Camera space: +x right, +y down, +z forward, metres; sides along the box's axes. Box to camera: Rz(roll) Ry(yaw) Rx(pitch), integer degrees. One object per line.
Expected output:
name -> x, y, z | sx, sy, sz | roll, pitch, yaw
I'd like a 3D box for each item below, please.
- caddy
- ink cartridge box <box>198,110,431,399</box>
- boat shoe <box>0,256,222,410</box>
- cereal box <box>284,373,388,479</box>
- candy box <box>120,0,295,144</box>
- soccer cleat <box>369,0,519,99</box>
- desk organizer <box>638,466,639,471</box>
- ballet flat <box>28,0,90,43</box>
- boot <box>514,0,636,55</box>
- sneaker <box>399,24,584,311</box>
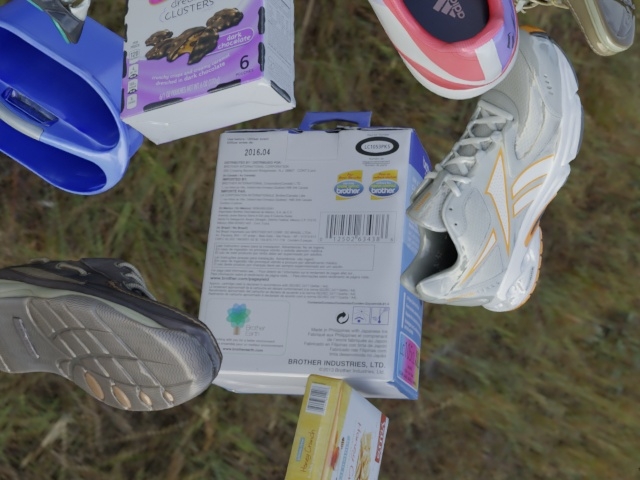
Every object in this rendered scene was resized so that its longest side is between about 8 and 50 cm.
caddy -> -0.419, -0.219, 1.828 | 0.179, 0.341, 0.241 | -50, 170, -47
ink cartridge box -> 0.000, 0.000, 1.563 | 0.151, 0.270, 0.395 | 45, 47, -68
boat shoe -> -0.231, 0.071, 1.214 | 0.130, 0.355, 0.132 | -44, 131, -39
cereal box -> 0.020, 0.267, 1.397 | 0.240, 0.047, 0.173 | 47, 53, -65
candy box -> -0.112, -0.212, 1.191 | 0.070, 0.164, 0.196 | 36, 46, -55
soccer cleat -> 0.035, -0.243, 0.801 | 0.108, 0.318, 0.116 | -31, 176, 3
desk organizer -> 0.406, 0.219, 1.297 | 0.130, 0.050, 0.047 | -44, 115, 13
ballet flat -> -0.341, -0.318, 1.553 | 0.074, 0.074, 0.203 | -60, 163, -7
boot -> 0.205, -0.238, 1.163 | 0.077, 0.213, 0.165 | 8, 146, -46
sneaker -> 0.138, -0.053, 1.014 | 0.121, 0.099, 0.262 | -2, 114, -25
